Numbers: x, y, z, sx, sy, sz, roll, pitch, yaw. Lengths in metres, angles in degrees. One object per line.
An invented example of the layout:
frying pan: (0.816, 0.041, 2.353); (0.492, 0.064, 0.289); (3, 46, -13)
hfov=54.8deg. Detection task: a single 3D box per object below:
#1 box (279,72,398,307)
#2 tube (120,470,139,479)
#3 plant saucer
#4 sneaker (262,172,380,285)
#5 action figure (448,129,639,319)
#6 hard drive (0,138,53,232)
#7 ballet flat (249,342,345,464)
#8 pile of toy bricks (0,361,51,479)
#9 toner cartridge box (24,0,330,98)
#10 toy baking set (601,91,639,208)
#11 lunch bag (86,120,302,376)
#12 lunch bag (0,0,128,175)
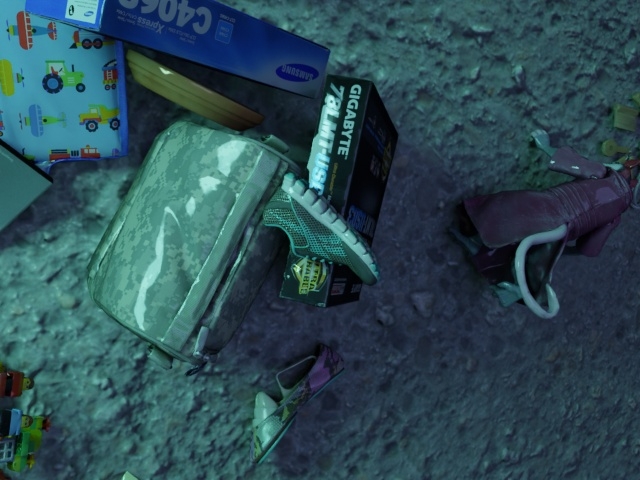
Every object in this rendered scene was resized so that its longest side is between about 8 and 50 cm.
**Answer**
box: (0.038, -0.054, 0.905); (0.073, 0.295, 0.293); (11, 88, 13)
tube: (-0.323, 0.471, 0.906); (0.240, 0.062, 0.070); (-55, 129, -13)
plant saucer: (-0.173, -0.199, 0.844); (0.200, 0.200, 0.037); (23, 100, -23)
sneaker: (0.000, 0.000, 0.729); (0.076, 0.065, 0.166); (-44, 95, 10)
action figure: (0.425, -0.059, 1.086); (0.370, 0.276, 0.248); (-29, 99, -5)
hard drive: (-0.431, -0.062, 0.798); (0.135, 0.022, 0.094); (-41, 128, 5)
ballet flat: (-0.054, 0.255, 1.004); (0.079, 0.077, 0.221); (46, 71, -1)
pile of toy bricks: (-0.418, 0.264, 0.833); (0.105, 0.118, 0.212); (14, 78, -56)
toner cartridge box: (-0.160, -0.261, 0.776); (0.348, 0.165, 0.075); (1, 110, -51)
toy baking set: (0.680, -0.180, 1.308); (0.256, 0.030, 0.197); (35, 83, -22)
lunch bag: (-0.163, 0.002, 0.828); (0.212, 0.256, 0.305); (30, 83, -23)
lunch bag: (-0.372, -0.222, 0.800); (0.221, 0.138, 0.293); (-7, 106, -25)
